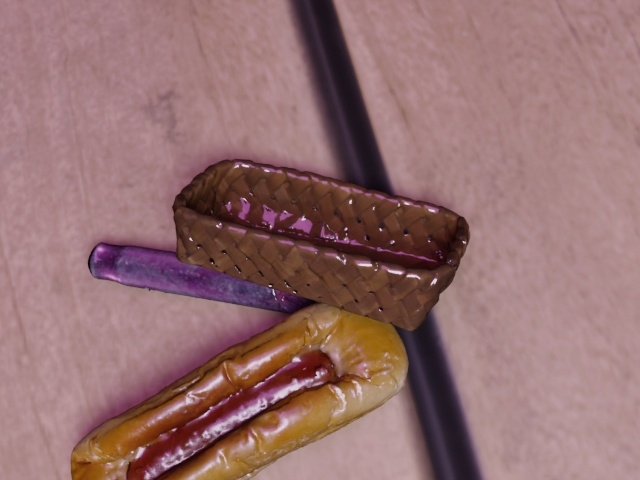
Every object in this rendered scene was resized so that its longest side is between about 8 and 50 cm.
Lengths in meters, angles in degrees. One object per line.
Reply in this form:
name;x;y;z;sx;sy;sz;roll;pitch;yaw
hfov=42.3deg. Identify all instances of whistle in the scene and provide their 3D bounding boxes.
whistle;-0.084;0.027;0.599;0.177;0.033;0.033;9;72;11

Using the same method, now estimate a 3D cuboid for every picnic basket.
picnic basket;0.000;0.000;0.566;0.194;0.054;0.110;14;30;13

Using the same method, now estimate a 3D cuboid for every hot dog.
hot dog;-0.056;0.116;0.544;0.243;0.073;0.084;-28;74;-2
